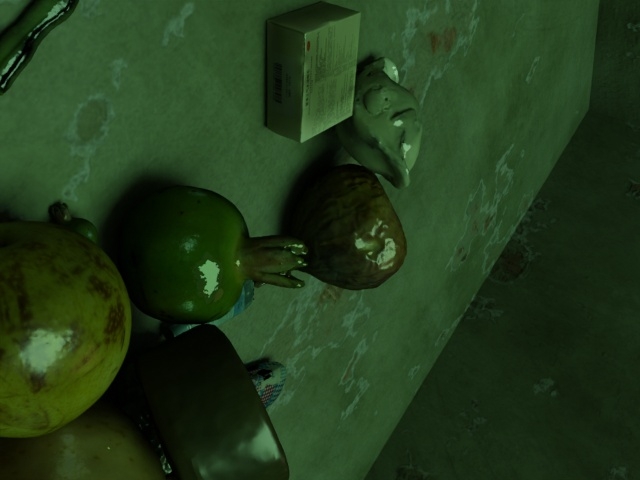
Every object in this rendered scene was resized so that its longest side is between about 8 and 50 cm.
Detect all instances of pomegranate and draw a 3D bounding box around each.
[{"bbox_3d":[-0.172,0.028,1.051,0.236,0.301,0.236,5,90,-78],"label":"pomegranate"},{"bbox_3d":[-0.362,-0.005,0.942,0.073,0.073,0.084,-53,133,-17],"label":"pomegranate"},{"bbox_3d":[-0.378,0.414,0.952,0.411,0.411,0.412,-40,145,-36],"label":"pomegranate"}]

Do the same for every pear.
[{"bbox_3d":[-0.374,0.110,0.813,0.280,0.280,0.281,-40,145,-36],"label":"pear"}]

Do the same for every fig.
[{"bbox_3d":[0.000,0.000,1.445,0.368,0.286,0.286,-21,142,-6],"label":"fig"}]

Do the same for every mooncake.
[{"bbox_3d":[-0.174,0.275,1.011,0.155,0.284,0.284,-26,141,-15],"label":"mooncake"}]

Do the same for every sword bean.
[{"bbox_3d":[-0.316,-0.288,0.798,0.269,0.038,0.043,-55,146,-15],"label":"sword bean"}]

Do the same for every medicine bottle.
[{"bbox_3d":[-0.222,0.139,1.317,0.208,0.053,0.090,-30,139,-40],"label":"medicine bottle"}]

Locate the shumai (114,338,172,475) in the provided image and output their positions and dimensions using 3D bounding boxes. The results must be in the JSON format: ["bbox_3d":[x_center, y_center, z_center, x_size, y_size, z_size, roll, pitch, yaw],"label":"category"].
[{"bbox_3d":[-0.320,0.325,1.225,0.225,0.221,0.261,-30,108,-60],"label":"shumai"}]

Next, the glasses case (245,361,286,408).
[{"bbox_3d":[-0.192,0.369,1.546,0.327,0.076,0.125,-5,120,-57],"label":"glasses case"}]

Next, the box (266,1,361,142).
[{"bbox_3d":[-0.016,-0.312,1.216,0.168,0.095,0.212,-37,143,-41],"label":"box"}]

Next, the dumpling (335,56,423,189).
[{"bbox_3d":[0.122,-0.228,1.420,0.243,0.187,0.318,92,-5,-62],"label":"dumpling"}]
